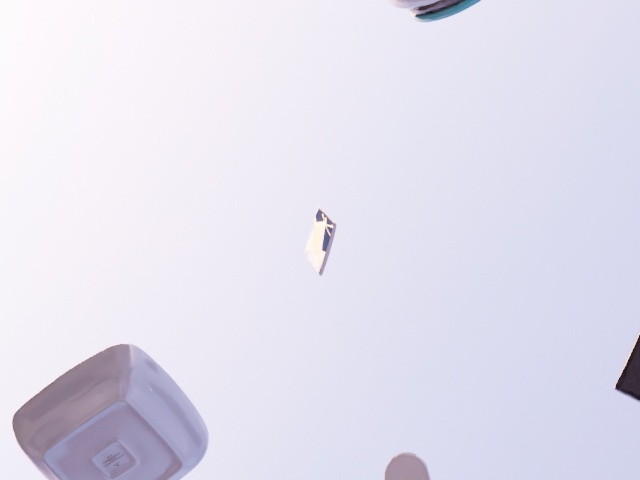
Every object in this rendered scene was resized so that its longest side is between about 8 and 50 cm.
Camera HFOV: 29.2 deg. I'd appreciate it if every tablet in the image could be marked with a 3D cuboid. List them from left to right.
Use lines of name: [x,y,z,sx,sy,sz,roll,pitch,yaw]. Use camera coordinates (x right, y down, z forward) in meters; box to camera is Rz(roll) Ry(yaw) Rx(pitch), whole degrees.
tablet: [0.000,0.000,1.218,0.083,0.006,0.054,-131,-124,-72]

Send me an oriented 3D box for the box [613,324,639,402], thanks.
box: [0.445,0.062,1.261,0.182,0.296,0.294,24,-90,18]

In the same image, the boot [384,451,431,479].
boot: [0.107,0.329,1.348,0.069,0.086,0.190,-4,-105,7]

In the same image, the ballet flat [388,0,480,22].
ballet flat: [0.165,-0.308,0.892,0.400,0.139,0.139,-44,-159,-31]

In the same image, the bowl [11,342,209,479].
bowl: [-0.178,0.175,1.059,0.142,0.142,0.053,-34,-154,4]
